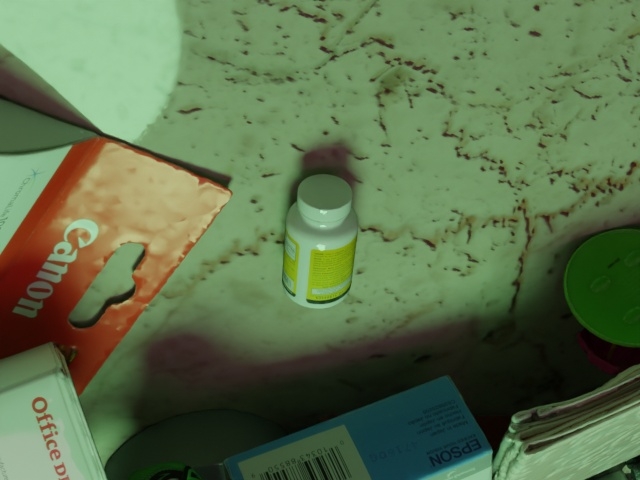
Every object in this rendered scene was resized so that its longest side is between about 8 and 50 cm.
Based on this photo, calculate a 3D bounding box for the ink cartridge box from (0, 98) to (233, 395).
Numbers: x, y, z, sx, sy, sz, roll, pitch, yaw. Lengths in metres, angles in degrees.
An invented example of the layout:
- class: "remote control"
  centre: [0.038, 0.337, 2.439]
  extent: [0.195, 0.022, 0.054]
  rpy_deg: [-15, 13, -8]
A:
- class: "ink cartridge box"
  centre: [-0.304, 0.026, 0.952]
  extent: [0.385, 0.091, 0.308]
  rpy_deg: [20, 125, -31]

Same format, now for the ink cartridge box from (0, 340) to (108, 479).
- class: "ink cartridge box"
  centre: [-0.303, 0.201, 1.005]
  extent: [0.218, 0.092, 0.158]
  rpy_deg: [-19, 107, -13]

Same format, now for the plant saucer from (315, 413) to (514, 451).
- class: "plant saucer"
  centre: [0.090, 0.303, 1.376]
  extent: [0.259, 0.047, 0.258]
  rpy_deg: [3, 132, -21]

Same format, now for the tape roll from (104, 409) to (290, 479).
- class: "tape roll"
  centre: [-0.125, 0.279, 1.269]
  extent: [0.219, 0.072, 0.219]
  rpy_deg: [-9, 135, -9]

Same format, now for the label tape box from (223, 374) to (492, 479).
- class: "label tape box"
  centre: [0.050, 0.325, 1.248]
  extent: [0.249, 0.115, 0.347]
  rpy_deg: [-19, 135, -12]

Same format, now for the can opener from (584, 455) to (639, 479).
- class: "can opener"
  centre: [0.390, 0.261, 1.406]
  extent: [0.280, 0.074, 0.093]
  rpy_deg: [-20, 135, 3]

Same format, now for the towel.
- class: "towel"
  centre: [0.318, 0.180, 1.211]
  extent: [0.317, 0.053, 0.332]
  rpy_deg: [-22, 158, -8]

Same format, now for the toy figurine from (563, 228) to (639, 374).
- class: "toy figurine"
  centre: [0.324, 0.070, 1.197]
  extent: [0.173, 0.130, 0.159]
  rpy_deg: [-36, 153, -15]

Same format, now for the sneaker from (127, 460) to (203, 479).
- class: "sneaker"
  centre: [-0.136, 0.319, 1.174]
  extent: [0.134, 0.146, 0.343]
  rpy_deg: [-16, 152, -20]

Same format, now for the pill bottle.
- class: "pill bottle"
  centre: [0.000, 0.000, 1.036]
  extent: [0.065, 0.065, 0.116]
  rpy_deg: [-6, 135, -12]
